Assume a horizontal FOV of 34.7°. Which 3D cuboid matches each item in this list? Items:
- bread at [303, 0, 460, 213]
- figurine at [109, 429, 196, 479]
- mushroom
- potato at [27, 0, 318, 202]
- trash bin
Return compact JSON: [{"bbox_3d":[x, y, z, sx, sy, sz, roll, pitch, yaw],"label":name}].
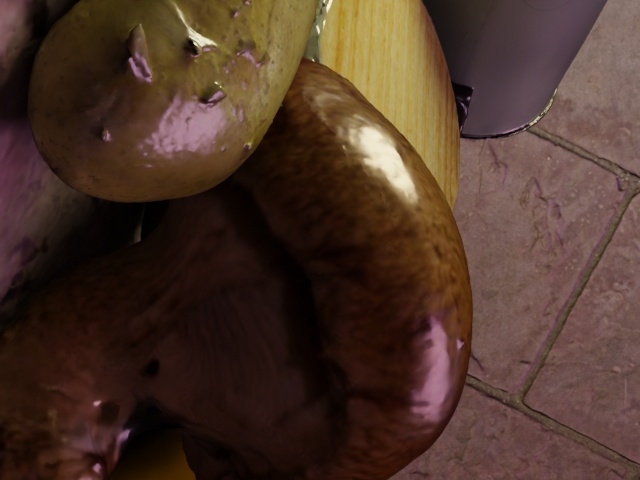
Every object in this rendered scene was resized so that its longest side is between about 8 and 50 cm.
[{"bbox_3d":[0.049,-0.106,0.842,0.267,0.040,0.267,15,73,-59],"label":"bread"},{"bbox_3d":[-0.077,0.243,0.648,0.169,0.327,0.218,-43,-179,27],"label":"figurine"},{"bbox_3d":[-0.044,0.023,0.542,0.254,0.267,0.267,8,112,-56],"label":"mushroom"},{"bbox_3d":[-0.052,-0.096,0.435,0.105,0.085,0.188,46,64,-52],"label":"potato"},{"bbox_3d":[0.176,-0.263,1.013,0.262,0.217,0.277,108,3,-57],"label":"trash bin"}]
